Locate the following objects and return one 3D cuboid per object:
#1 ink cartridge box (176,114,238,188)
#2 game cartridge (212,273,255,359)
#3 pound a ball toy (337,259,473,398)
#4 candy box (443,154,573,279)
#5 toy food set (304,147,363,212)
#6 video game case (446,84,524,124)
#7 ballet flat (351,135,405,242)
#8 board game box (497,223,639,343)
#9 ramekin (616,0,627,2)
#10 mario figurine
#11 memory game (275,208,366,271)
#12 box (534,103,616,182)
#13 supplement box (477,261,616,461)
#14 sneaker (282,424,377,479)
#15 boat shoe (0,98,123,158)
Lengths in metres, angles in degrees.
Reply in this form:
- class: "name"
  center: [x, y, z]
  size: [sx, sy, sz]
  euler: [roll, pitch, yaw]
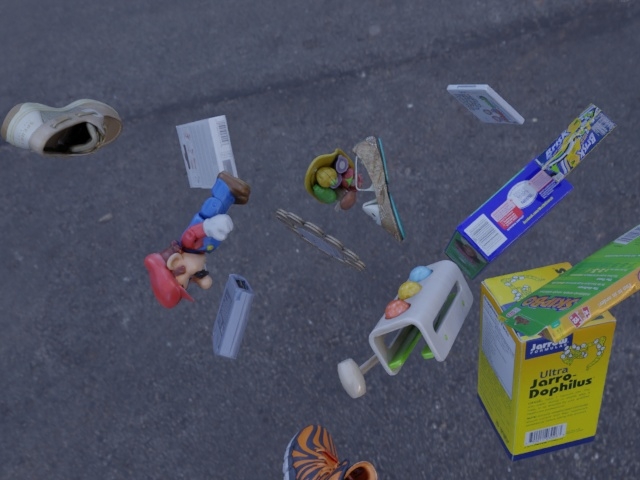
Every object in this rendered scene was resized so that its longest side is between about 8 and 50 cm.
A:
- class: "ink cartridge box"
  center: [-0.301, -0.230, 1.925]
  size: [0.056, 0.181, 0.224]
  euler: [-17, 12, -29]
- class: "game cartridge"
  center: [-0.235, 0.204, 1.918]
  size: [0.060, 0.294, 0.196]
  euler: [20, 93, -13]
- class: "pound a ball toy"
  center: [0.166, 0.168, 1.501]
  size: [0.208, 0.136, 0.319]
  euler: [-24, 11, 33]
- class: "candy box"
  center: [0.452, -0.044, 1.791]
  size: [0.268, 0.317, 0.122]
  euler: [-41, 77, -4]
- class: "toy food set"
  center: [0.051, -0.132, 1.728]
  size: [0.071, 0.218, 0.128]
  euler: [39, 93, 32]
- class: "video game case"
  center: [0.413, -0.341, 1.818]
  size: [0.143, 0.157, 0.019]
  euler: [19, 79, 58]
- class: "ballet flat"
  center: [0.104, -0.090, 1.363]
  size: [0.067, 0.206, 0.073]
  euler: [-15, 3, 6]
- class: "board game box"
  center: [0.374, 0.059, 0.992]
  size: [0.259, 0.039, 0.124]
  euler: [-29, 9, -4]
- class: "ramekin"
  center: [0.226, -0.332, 0.549]
  size: [0.127, 0.273, 0.273]
  euler: [25, 60, 21]
- class: "mario figurine"
  center: [-0.248, 0.017, 1.612]
  size: [0.170, 0.198, 0.321]
  euler: [28, 81, 33]
- class: "memory game"
  center: [0.000, 0.000, 1.246]
  size: [0.186, 0.186, 0.012]
  euler: [28, 80, 33]
- class: "box"
  center: [0.542, -0.207, 1.547]
  size: [0.169, 0.054, 0.059]
  euler: [-47, 19, 18]
- class: "supplement box"
  center: [0.456, 0.255, 1.510]
  size: [0.195, 0.357, 0.194]
  euler: [-12, 36, -7]
- class: "sneaker"
  center: [0.029, 0.409, 1.238]
  size: [0.180, 0.124, 0.321]
  euler: [-47, 20, 22]
- class: "boat shoe"
  center: [-0.454, -0.199, 1.357]
  size: [0.098, 0.302, 0.109]
  euler: [31, 106, 11]
